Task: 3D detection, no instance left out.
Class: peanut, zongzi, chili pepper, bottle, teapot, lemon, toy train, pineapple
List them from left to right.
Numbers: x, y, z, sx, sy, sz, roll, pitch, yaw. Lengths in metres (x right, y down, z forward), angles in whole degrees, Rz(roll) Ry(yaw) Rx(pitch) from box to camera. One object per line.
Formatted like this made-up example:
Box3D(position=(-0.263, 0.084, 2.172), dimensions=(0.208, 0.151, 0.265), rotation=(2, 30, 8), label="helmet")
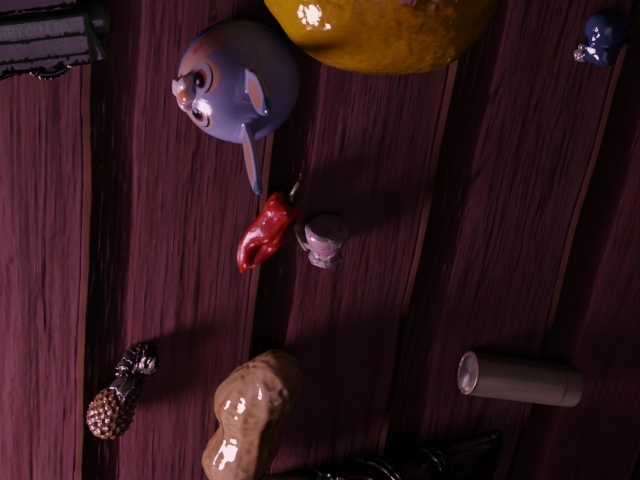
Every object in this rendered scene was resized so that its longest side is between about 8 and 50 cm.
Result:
Box3D(position=(-0.417, -0.278, 1.512), dimensions=(0.330, 0.138, 0.178), rotation=(-9, 120, -10), label="toy train")
Box3D(position=(-0.292, 0.223, 1.916), dimensions=(0.074, 0.074, 0.159), rotation=(22, 110, -27), label="pineapple")
Box3D(position=(-0.114, 0.283, 1.975), dimensions=(0.125, 0.111, 0.274), rotation=(12, 118, -17), label="peanut")
Box3D(position=(-0.073, -0.019, 1.824), dimensions=(0.059, 0.050, 0.191), rotation=(6, 130, -38), label="chili pepper")
Box3D(position=(0.000, 0.000, 1.856), dimensions=(0.083, 0.064, 0.064), rotation=(15, 131, 13), label="teapot")
Box3D(position=(0.074, -0.333, 1.532), dimensions=(0.322, 0.268, 0.268), rotation=(6, 121, -4), label="lemon")
Box3D(position=(0.125, 0.510, 2.130), dimensions=(0.383, 0.319, 0.362), rotation=(-15, 125, -27), label="zongzi")
Box3D(position=(0.328, 0.228, 2.081), dimensions=(0.201, 0.072, 0.072), rotation=(9, 120, -21), label="bottle")

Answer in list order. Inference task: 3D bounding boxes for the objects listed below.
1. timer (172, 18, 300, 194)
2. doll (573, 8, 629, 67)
Box3D(position=(-0.114, -0.179, 1.597), dimensions=(0.175, 0.255, 0.175), rotation=(6, 123, 9), label="timer")
Box3D(position=(0.402, -0.284, 1.779), dimensions=(0.076, 0.050, 0.083), rotation=(-6, 122, -16), label="doll")
